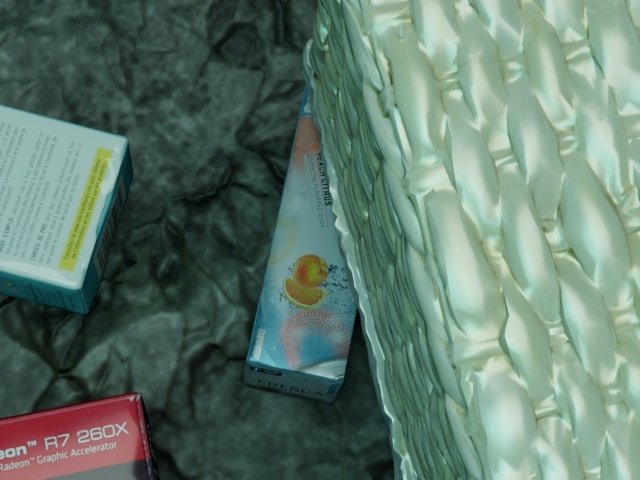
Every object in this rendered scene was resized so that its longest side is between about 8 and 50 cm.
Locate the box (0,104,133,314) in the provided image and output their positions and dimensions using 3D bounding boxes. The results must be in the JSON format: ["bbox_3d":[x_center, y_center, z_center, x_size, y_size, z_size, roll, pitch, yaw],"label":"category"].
[{"bbox_3d":[-0.244,-0.037,0.759,0.244,0.060,0.101,15,70,0],"label":"box"}]

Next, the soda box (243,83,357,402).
[{"bbox_3d":[0.000,0.000,0.766,0.058,0.063,0.183,11,70,-1],"label":"soda box"}]

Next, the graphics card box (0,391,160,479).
[{"bbox_3d":[-0.169,0.278,0.640,0.232,0.094,0.371,-9,74,-9],"label":"graphics card box"}]

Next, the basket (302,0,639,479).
[{"bbox_3d":[0.177,-0.013,0.597,0.328,0.266,0.331,-13,80,-1],"label":"basket"}]
